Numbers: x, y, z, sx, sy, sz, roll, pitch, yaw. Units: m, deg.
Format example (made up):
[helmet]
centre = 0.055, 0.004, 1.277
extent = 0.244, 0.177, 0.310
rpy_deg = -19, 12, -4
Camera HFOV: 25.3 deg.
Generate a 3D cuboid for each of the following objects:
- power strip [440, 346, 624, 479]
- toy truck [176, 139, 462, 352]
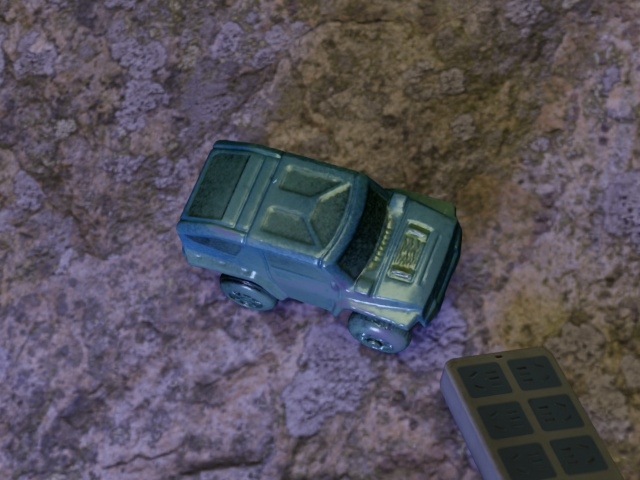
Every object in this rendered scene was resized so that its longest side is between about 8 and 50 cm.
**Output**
[power strip]
centre = 0.204, 0.202, 1.334
extent = 0.118, 0.046, 0.270
rpy_deg = -4, 41, -18
[toy truck]
centre = 0.000, 0.000, 1.466
extent = 0.279, 0.156, 0.155
rpy_deg = 17, 70, 18
